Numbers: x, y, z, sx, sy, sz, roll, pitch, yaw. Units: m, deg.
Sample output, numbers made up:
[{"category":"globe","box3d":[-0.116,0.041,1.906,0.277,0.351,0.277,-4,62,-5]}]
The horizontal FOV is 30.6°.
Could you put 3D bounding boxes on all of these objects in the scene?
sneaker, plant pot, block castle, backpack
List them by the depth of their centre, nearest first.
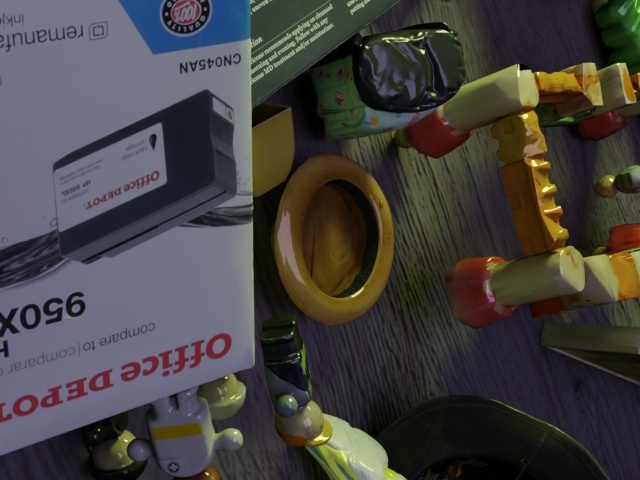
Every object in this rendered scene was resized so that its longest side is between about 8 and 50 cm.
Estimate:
[{"category":"plant pot","box3d":[-0.076,-0.095,1.259,0.081,0.081,0.083,-33,121,-35]},{"category":"backpack","box3d":[0.059,-0.175,1.304,0.152,0.182,0.115,-5,90,-28]},{"category":"sneaker","box3d":[0.051,0.308,1.330,0.126,0.240,0.091,-55,169,17]},{"category":"block castle","box3d":[0.312,-0.065,1.502,0.453,0.213,0.303,-10,84,-46]}]

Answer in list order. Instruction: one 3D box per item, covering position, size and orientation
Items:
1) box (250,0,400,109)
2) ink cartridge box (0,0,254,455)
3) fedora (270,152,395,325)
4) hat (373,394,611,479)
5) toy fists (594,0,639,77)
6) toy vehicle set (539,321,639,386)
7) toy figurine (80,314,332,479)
[{"category":"box","box3d":[-0.086,-0.335,1.185,0.343,0.179,0.312,-40,115,-33]},{"category":"ink cartridge box","box3d":[-0.210,-0.056,0.942,0.285,0.166,0.395,-16,118,-33]},{"category":"fedora","box3d":[0.000,0.000,1.319,0.194,0.079,0.194,7,79,-41]},{"category":"hat","box3d":[0.199,0.335,1.413,0.134,0.331,0.331,-13,101,-79]},{"category":"toy fists","box3d":[0.504,-0.267,1.730,0.279,0.096,0.142,48,52,-27]},{"category":"toy vehicle set","box3d":[0.455,0.169,1.639,0.267,0.166,0.035,23,75,-38]},{"category":"toy figurine","box3d":[-0.118,0.161,1.139,0.213,0.209,0.148,-29,118,-39]}]
